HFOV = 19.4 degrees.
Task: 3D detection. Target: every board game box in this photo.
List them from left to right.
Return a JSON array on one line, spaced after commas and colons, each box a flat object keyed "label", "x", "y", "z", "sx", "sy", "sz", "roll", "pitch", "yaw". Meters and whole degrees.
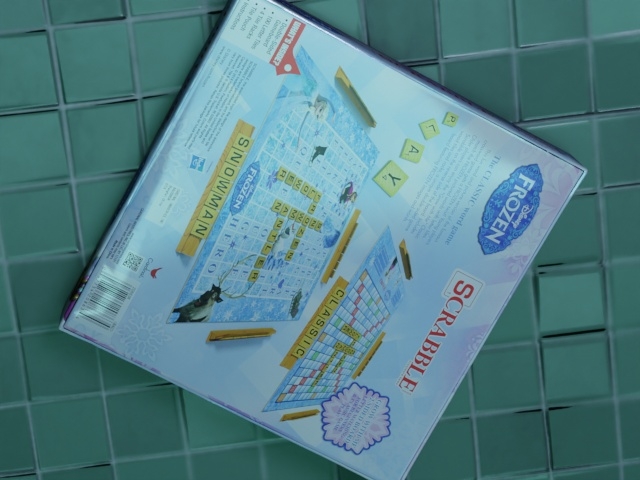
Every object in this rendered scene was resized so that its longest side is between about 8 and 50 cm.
[{"label": "board game box", "x": 0.000, "y": 0.000, "z": 1.527, "sx": 0.318, "sy": 0.066, "sz": 0.318, "roll": 28, "pitch": 101, "yaw": -11}]
